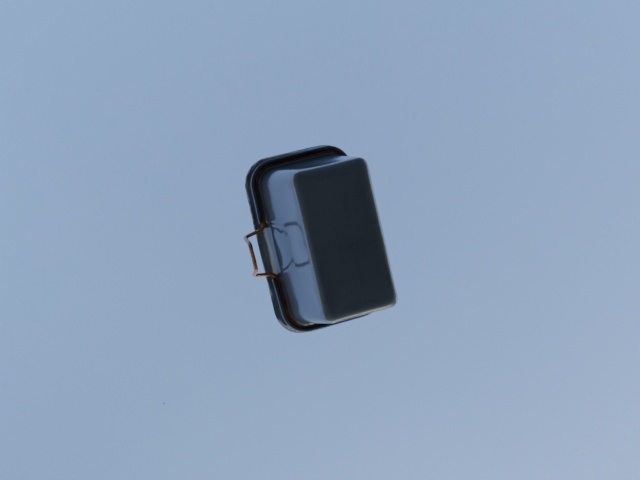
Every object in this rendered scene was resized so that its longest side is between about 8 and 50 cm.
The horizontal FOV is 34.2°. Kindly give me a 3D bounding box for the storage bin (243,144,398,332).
[{"bbox_3d":[0.000,0.000,0.739,0.098,0.091,0.135,-14,-87,-14],"label":"storage bin"}]
